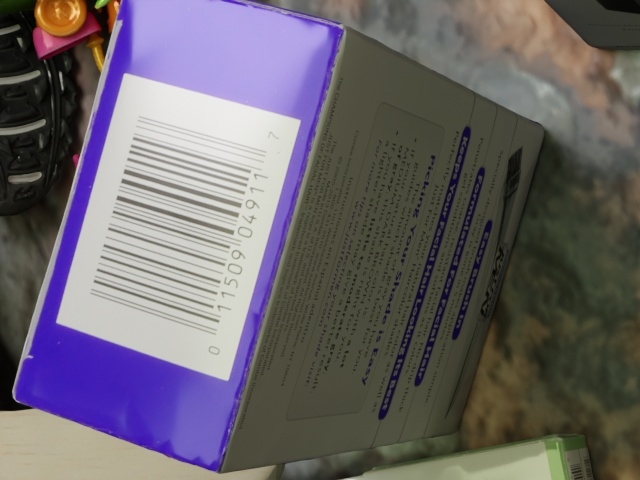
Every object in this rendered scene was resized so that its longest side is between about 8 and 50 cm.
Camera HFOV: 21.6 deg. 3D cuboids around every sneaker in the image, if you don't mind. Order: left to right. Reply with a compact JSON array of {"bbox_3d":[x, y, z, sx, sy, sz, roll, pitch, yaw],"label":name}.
[{"bbox_3d":[-0.241,-0.136,1.051,0.108,0.100,0.271,-33,78,40],"label":"sneaker"}]

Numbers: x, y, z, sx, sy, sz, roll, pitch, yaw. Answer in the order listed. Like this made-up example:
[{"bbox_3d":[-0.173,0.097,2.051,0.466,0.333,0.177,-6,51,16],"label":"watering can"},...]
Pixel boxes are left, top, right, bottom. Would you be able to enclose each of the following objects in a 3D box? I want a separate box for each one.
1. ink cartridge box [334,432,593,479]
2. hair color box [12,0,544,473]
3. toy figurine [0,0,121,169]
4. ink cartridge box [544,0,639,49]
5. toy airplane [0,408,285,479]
[{"bbox_3d":[0.045,0.210,0.934,0.235,0.056,0.171,-13,82,22],"label":"ink cartridge box"},{"bbox_3d":[0.000,0.000,0.811,0.110,0.339,0.185,17,92,22],"label":"hair color box"},{"bbox_3d":[-0.095,-0.090,0.992,0.173,0.130,0.159,-19,94,-8],"label":"toy figurine"},{"bbox_3d":[0.160,-0.223,0.784,0.131,0.306,0.226,1,86,20],"label":"ink cartridge box"},{"bbox_3d":[-0.268,0.127,0.925,0.386,0.272,0.384,39,81,8],"label":"toy airplane"}]
